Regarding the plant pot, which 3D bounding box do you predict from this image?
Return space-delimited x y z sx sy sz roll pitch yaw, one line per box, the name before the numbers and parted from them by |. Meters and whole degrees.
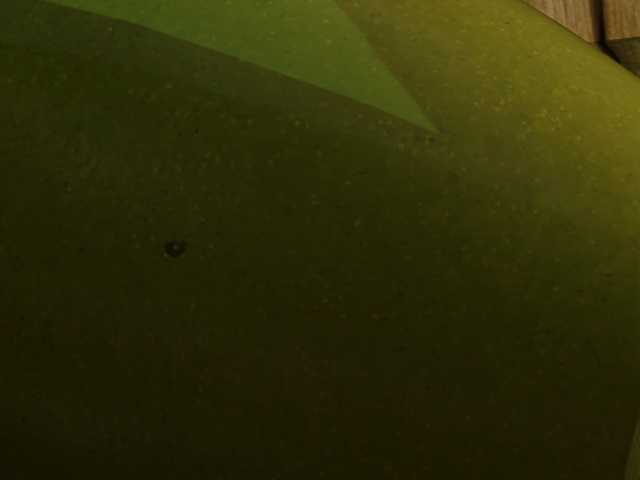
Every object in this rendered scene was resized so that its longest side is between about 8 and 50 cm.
plant pot | 0.000 0.000 0.634 0.293 0.275 0.275 18 25 26
